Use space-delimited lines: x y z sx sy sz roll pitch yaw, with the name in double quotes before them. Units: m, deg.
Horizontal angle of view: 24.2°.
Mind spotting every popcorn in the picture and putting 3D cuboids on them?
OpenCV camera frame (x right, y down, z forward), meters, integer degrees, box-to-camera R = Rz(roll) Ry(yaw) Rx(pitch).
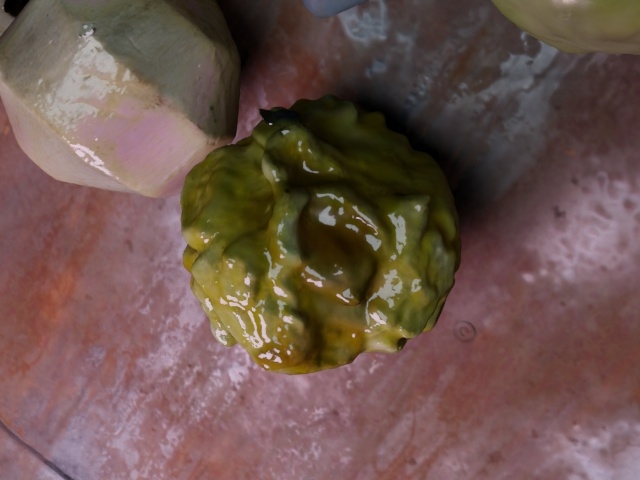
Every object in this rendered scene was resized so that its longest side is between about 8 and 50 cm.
"popcorn" 0.002 -0.009 1.289 0.249 0.249 0.225 20 124 19

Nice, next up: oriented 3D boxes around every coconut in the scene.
"coconut" -0.183 -0.141 1.346 0.237 0.197 0.237 3 109 8

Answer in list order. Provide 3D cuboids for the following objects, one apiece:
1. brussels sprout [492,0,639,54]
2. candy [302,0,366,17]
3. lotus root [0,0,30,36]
"brussels sprout" 0.227 -0.266 1.067 0.274 0.242 0.316 -33 99 10
"candy" 0.037 -0.275 1.251 0.174 0.071 0.138 -18 102 32
"lotus root" -0.353 -0.303 1.419 0.314 0.142 0.210 33 85 17
